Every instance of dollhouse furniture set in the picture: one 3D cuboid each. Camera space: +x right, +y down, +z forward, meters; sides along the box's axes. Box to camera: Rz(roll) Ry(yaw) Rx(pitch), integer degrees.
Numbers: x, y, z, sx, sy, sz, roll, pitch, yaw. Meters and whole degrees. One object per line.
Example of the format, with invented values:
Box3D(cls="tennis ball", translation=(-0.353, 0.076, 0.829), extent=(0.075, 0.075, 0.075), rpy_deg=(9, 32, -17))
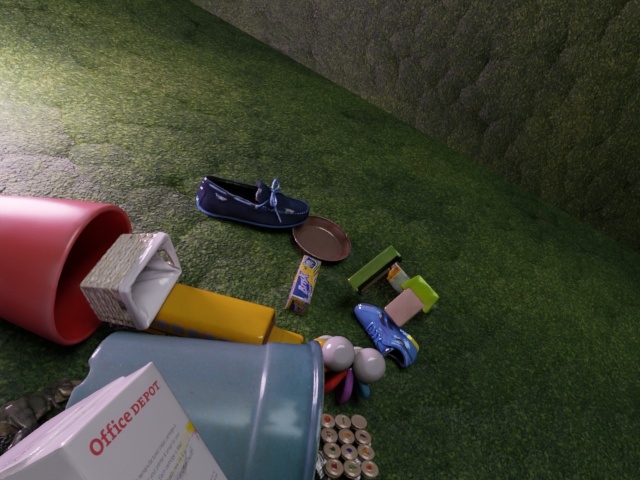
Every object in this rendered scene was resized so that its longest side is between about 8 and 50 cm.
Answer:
Box3D(cls="dollhouse furniture set", translation=(0.213, 0.160, 1.196), extent=(0.197, 0.151, 0.301), rpy_deg=(50, 0, 17))

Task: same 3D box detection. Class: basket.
Box3D(cls="basket", translation=(-0.362, 0.073, 0.812), extent=(0.103, 0.113, 0.167), rpy_deg=(3, 39, 10))

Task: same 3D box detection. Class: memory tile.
Box3D(cls="memory tile", translation=(0.056, 0.423, 0.868), extent=(0.113, 0.012, 0.148), rpy_deg=(10, 25, -12))

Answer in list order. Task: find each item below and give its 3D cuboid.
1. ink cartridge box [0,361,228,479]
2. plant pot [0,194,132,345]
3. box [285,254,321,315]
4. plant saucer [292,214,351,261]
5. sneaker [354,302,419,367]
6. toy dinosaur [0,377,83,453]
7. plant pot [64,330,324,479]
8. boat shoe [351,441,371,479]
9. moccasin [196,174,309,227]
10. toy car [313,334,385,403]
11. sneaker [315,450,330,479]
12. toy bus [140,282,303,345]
Box3D(cls="ink cartridge box", translation=(-0.216, 0.289, 0.432), extent=(0.233, 0.168, 0.171), rpy_deg=(60, 6, -4))
Box3D(cls="plant pot", translation=(-0.541, 0.036, 0.797), extent=(0.243, 0.275, 0.275), rpy_deg=(15, 40, -2))
Box3D(cls="box", translation=(-0.046, 0.120, 1.142), extent=(0.054, 0.059, 0.169), rpy_deg=(22, 39, -5))
Box3D(cls="plant saucer", translation=(0.000, 0.000, 1.320), extent=(0.198, 0.036, 0.199), rpy_deg=(16, 41, -14))
Box3D(cls="sneaker", translation=(0.167, 0.253, 1.117), extent=(0.209, 0.069, 0.082), rpy_deg=(40, 44, 14))
Box3D(cls="toy dinosaur", translation=(-0.459, 0.290, 0.643), extent=(0.064, 0.268, 0.118), rpy_deg=(-30, 81, 0))
Box3D(cls="plant pot", translation=(-0.196, 0.301, 0.668), extent=(0.334, 0.341, 0.341), rpy_deg=(12, 41, -6))
Box3D(cls="boat shoe", translation=(0.076, 0.456, 0.867), extent=(0.035, 0.035, 0.100), rpy_deg=(24, 36, 9))
Box3D(cls="moccasin", translation=(-0.190, -0.118, 1.246), extent=(0.341, 0.117, 0.138), rpy_deg=(4, 37, -21))
Box3D(cls="toy car", translation=(0.052, 0.300, 0.957), extent=(0.182, 0.159, 0.136), rpy_deg=(23, 73, -8))
Box3D(cls="sneaker", translation=(-0.001, 0.458, 0.824), extent=(0.036, 0.032, 0.083), rpy_deg=(11, 32, -11))
Box3D(cls="toy bus", translation=(-0.204, 0.192, 0.886), extent=(0.332, 0.130, 0.108), rpy_deg=(14, 39, 6))
